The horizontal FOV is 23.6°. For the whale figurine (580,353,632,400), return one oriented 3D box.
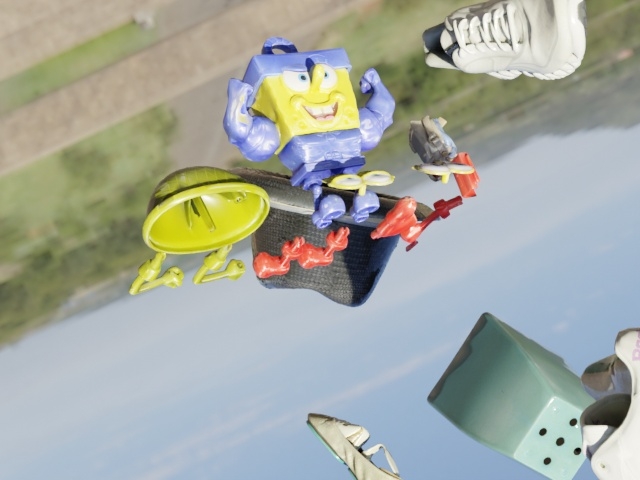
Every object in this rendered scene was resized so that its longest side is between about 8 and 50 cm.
[{"bbox_3d":[0.387,0.144,1.439,0.216,0.272,0.141,133,-22,-68],"label":"whale figurine"}]

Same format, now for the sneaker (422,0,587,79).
[{"bbox_3d":[0.212,-0.235,1.768,0.118,0.110,0.292,-3,179,-19],"label":"sneaker"}]

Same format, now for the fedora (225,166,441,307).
[{"bbox_3d":[0.000,0.000,2.034,0.334,0.153,0.334,12,-177,-1],"label":"fedora"}]

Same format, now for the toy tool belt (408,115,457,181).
[{"bbox_3d":[0.143,-0.113,1.831,0.051,0.083,0.052,-18,145,-17],"label":"toy tool belt"}]

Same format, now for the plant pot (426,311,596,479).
[{"bbox_3d":[0.300,0.246,2.223,0.165,0.165,0.234,-57,-156,6],"label":"plant pot"}]

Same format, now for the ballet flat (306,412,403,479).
[{"bbox_3d":[0.046,0.240,1.726,0.052,0.168,0.057,-45,141,3],"label":"ballet flat"}]

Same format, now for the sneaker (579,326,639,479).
[{"bbox_3d":[0.287,0.200,1.260,0.152,0.305,0.114,11,-154,21],"label":"sneaker"}]

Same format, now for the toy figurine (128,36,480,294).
[{"bbox_3d":[-0.044,-0.099,1.534,0.362,0.217,0.191,-9,157,-26],"label":"toy figurine"}]
